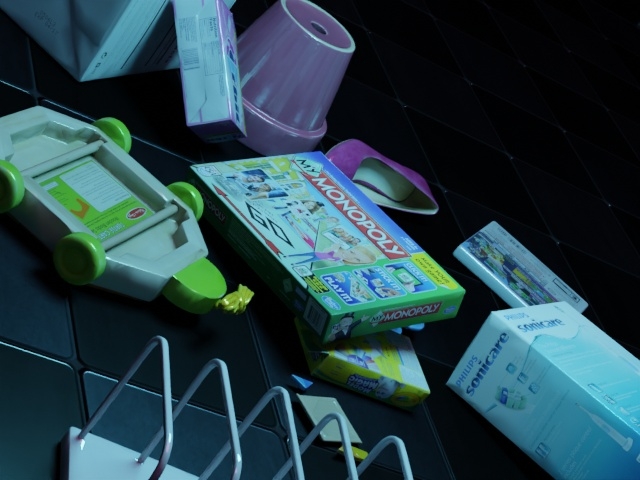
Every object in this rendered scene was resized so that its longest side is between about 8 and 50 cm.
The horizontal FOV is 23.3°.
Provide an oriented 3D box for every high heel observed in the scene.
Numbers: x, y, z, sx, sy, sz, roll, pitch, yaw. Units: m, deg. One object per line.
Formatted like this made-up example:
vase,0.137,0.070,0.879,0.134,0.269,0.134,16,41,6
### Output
high heel,0.083,-0.079,2.241,0.117,0.082,0.244,37,10,23

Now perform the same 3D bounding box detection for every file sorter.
file sorter,-0.071,0.233,1.385,0.277,0.173,0.193,26,27,-23

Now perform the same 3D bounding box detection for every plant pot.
plant pot,-0.052,-0.242,2.221,0.201,0.180,0.201,30,25,-15

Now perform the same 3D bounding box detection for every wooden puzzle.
wooden puzzle,0.008,0.202,1.735,0.078,0.014,0.116,21,29,-41

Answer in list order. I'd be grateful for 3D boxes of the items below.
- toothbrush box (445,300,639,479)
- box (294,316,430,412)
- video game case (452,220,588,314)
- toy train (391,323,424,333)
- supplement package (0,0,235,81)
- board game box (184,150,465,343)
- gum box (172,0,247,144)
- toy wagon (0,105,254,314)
toothbrush box,0.343,0.215,1.980,0.295,0.126,0.216,41,24,25
box,0.040,0.135,1.859,0.179,0.043,0.105,25,28,-30
video game case,0.307,0.061,2.366,0.201,0.023,0.183,43,25,9
toy train,0.076,0.068,1.985,0.105,0.080,0.184,42,28,28
supplement package,-0.263,-0.347,2.123,0.177,0.175,0.293,42,25,12
board game box,0.000,0.000,1.915,0.213,0.046,0.317,-10,41,-38
gum box,-0.147,-0.234,2.064,0.107,0.062,0.188,45,37,-78
toy wagon,-0.227,-0.019,1.738,0.344,0.068,0.267,41,25,6
